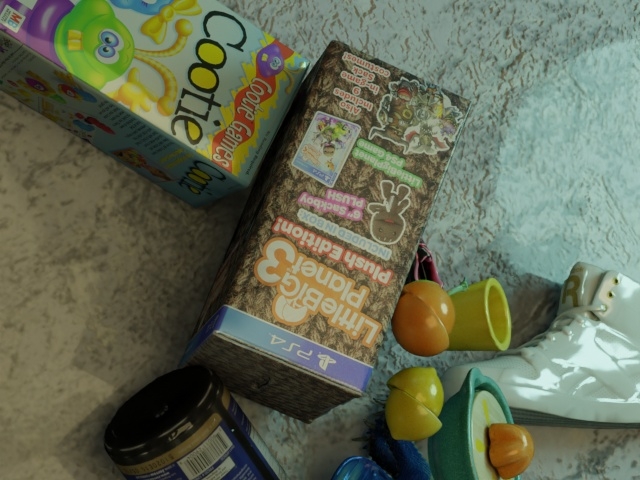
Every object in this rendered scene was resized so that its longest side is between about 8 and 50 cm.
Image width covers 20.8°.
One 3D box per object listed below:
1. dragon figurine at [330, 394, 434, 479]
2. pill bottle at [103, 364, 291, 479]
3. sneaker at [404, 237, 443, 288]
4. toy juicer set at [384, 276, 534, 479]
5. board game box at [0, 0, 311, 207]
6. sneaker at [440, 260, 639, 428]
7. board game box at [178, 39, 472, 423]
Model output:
[{"bbox_3d":[0.049,0.262,1.647,0.144,0.085,0.289,26,53,21],"label":"dragon figurine"},{"bbox_3d":[-0.092,0.233,1.601,0.123,0.122,0.219,-42,113,-23],"label":"pill bottle"},{"bbox_3d":[0.093,0.008,1.760,0.047,0.057,0.119,-23,91,-23],"label":"sneaker"},{"bbox_3d":[0.132,0.185,1.533,0.209,0.089,0.329,23,60,-63],"label":"toy juicer set"},{"bbox_3d":[-0.175,-0.167,1.616,0.275,0.144,0.142,32,71,-18],"label":"board game box"},{"bbox_3d":[0.239,0.104,1.792,0.292,0.108,0.169,7,79,-33],"label":"sneaker"},{"bbox_3d":[0.000,0.000,1.611,0.141,0.232,0.291,23,74,-7],"label":"board game box"}]
